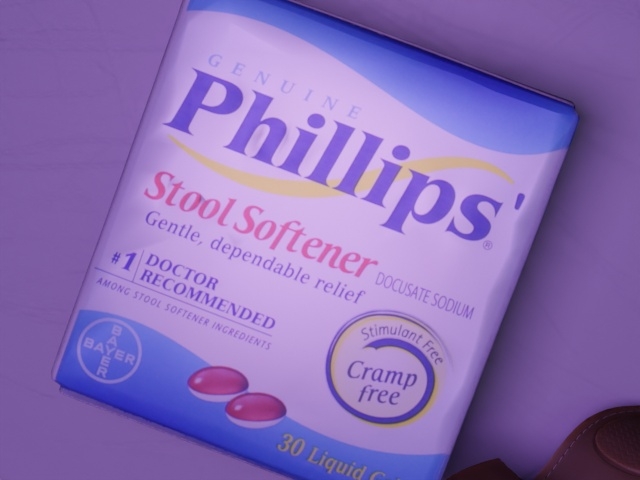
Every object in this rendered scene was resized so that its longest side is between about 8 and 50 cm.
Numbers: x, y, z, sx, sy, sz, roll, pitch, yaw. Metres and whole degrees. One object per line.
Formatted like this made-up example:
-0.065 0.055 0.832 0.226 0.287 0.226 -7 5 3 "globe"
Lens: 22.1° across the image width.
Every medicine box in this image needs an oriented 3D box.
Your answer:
0.000 0.000 1.099 0.264 0.149 0.289 20 97 4 "medicine box"

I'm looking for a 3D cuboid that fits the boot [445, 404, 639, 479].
0.186 0.241 1.114 0.283 0.109 0.220 -14 122 -30 "boot"
